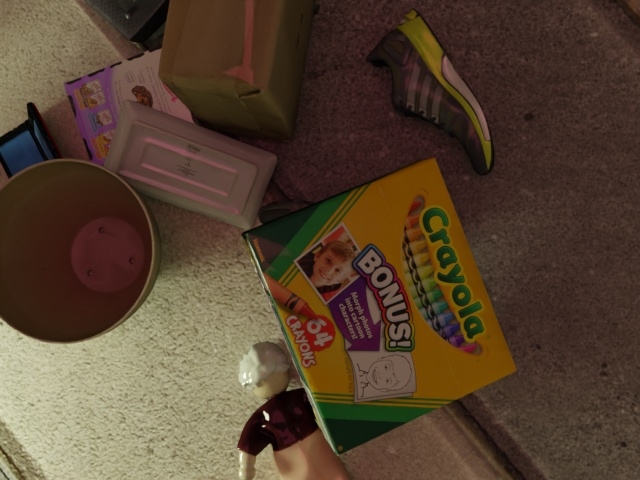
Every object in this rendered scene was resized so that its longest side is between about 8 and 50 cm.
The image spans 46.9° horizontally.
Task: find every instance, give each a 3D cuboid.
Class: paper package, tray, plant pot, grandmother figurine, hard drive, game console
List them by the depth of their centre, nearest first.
[{"bbox_3d":[-0.112,-0.350,1.149,0.168,0.309,0.324,9,86,5],"label":"paper package"},{"bbox_3d":[-0.381,0.020,1.212,0.284,0.191,0.284,0,88,5],"label":"plant pot"},{"bbox_3d":[-0.045,0.330,1.220,0.208,0.104,0.342,-21,82,-24],"label":"grandmother figurine"},{"bbox_3d":[-0.221,-0.121,1.237,0.271,0.030,0.145,20,105,-9],"label":"tray"},{"bbox_3d":[-0.282,-0.473,1.271,0.172,0.054,0.254,42,96,25],"label":"hard drive"},{"bbox_3d":[-0.508,-0.146,1.288,0.085,0.124,0.144,-27,85,-24],"label":"game console"}]

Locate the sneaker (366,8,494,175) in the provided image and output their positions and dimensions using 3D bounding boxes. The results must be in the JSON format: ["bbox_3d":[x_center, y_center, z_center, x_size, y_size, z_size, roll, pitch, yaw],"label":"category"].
[{"bbox_3d":[0.189,-0.230,1.231,0.121,0.111,0.299,-33,79,13],"label":"sneaker"}]

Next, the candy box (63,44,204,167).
[{"bbox_3d":[-0.318,-0.224,1.280,0.196,0.070,0.164,-20,86,4],"label":"candy box"}]

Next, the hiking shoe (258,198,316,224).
[{"bbox_3d":[0.000,0.000,1.233,0.227,0.086,0.114,12,85,5],"label":"hiking shoe"}]

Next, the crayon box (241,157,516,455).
[{"bbox_3d":[0.091,0.096,1.154,0.313,0.106,0.362,-23,95,-9],"label":"crayon box"}]
